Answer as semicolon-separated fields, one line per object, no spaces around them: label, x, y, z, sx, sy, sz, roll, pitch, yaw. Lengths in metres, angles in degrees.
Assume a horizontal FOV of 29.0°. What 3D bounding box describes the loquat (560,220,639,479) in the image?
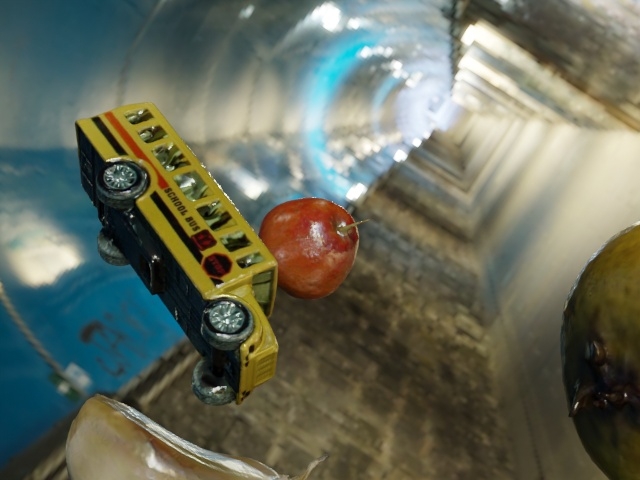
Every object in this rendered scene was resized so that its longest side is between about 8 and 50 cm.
loquat;0.258;0.083;0.856;0.213;0.213;0.213;-57;-2;-2

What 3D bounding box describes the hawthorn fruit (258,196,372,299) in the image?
hawthorn fruit;-0.015;0.002;1.460;0.125;0.125;0.140;-56;-6;-35

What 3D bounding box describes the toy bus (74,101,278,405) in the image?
toy bus;-0.139;0.007;1.266;0.123;0.335;0.121;-24;-32;-26

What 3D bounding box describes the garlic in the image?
garlic;-0.146;0.287;1.528;0.196;0.339;0.151;-85;15;-49
